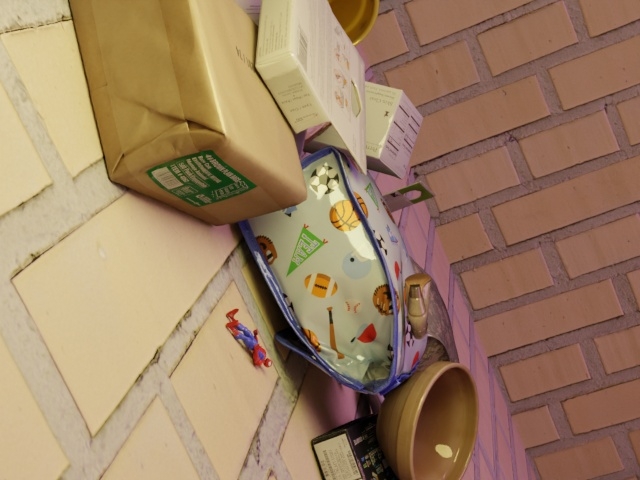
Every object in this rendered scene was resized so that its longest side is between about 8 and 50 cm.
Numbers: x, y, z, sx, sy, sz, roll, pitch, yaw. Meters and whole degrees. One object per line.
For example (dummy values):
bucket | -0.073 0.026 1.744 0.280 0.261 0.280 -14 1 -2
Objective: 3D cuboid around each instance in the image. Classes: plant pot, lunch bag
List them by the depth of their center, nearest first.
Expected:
lunch bag | 0.042 0.070 1.614 0.385 0.239 0.328 63 12 7
plant pot | 0.170 0.318 1.625 0.237 0.110 0.237 -12 105 -54
lunch bag | 0.209 0.188 2.217 0.287 0.169 0.235 59 17 -52
plant pot | 0.000 -0.645 2.498 0.254 0.254 0.239 60 0 -34

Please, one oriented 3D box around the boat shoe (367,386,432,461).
boat shoe | 0.166 0.348 1.828 0.302 0.091 0.114 -120 -164 -54

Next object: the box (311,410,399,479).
box | 0.098 0.450 1.616 0.295 0.073 0.293 13 58 -75

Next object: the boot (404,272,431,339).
boot | 0.156 0.106 1.517 0.118 0.042 0.086 -41 127 -72

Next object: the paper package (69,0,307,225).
paper package | -0.170 -0.200 1.318 0.325 0.168 0.309 33 39 -69

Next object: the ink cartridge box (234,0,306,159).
ink cartridge box | -0.101 -0.274 1.639 0.197 0.114 0.272 105 -22 -58

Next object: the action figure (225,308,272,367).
action figure | -0.100 0.148 1.386 0.038 0.030 0.115 -101 166 -51

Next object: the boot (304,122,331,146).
boot | -0.109 -0.245 1.787 0.207 0.090 0.248 44 50 5

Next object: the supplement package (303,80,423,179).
supplement package | 0.049 -0.243 1.953 0.204 0.262 0.145 24 83 -70

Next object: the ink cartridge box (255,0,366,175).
ink cartridge box | -0.009 -0.277 1.498 0.296 0.066 0.261 -89 154 -43

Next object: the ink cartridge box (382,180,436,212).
ink cartridge box | 0.098 -0.108 2.020 0.189 0.255 0.097 24 49 -71
